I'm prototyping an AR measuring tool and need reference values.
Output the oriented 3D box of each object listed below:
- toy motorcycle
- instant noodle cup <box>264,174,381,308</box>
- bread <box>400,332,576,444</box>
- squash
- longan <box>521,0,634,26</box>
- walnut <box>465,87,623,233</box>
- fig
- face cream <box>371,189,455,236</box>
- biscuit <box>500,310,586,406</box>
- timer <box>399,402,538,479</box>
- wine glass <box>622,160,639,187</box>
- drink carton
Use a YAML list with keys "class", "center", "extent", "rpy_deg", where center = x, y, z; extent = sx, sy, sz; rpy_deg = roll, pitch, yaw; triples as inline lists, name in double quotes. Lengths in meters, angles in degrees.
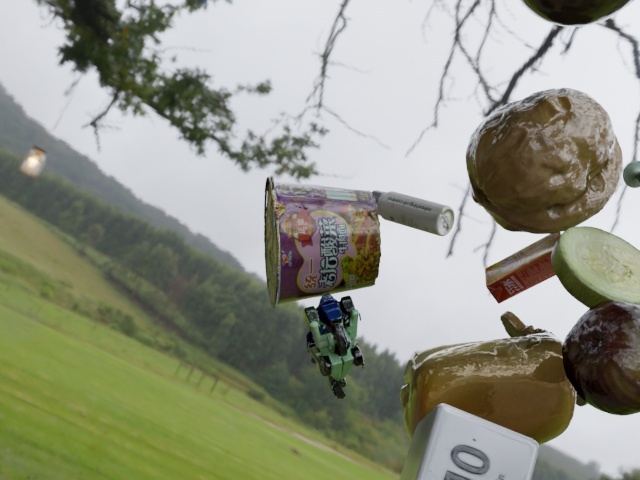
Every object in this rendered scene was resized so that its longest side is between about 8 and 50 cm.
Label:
- class: "toy motorcycle"
  center: [0.027, 0.264, 2.005]
  extent: [0.331, 0.125, 0.196]
  rpy_deg: [90, -20, -52]
- class: "instant noodle cup"
  center: [0.000, 0.000, 1.984]
  extent: [0.265, 0.340, 0.340]
  rpy_deg: [-2, -4, -8]
- class: "bread"
  center: [0.370, 0.351, 1.786]
  extent: [0.375, 0.253, 0.348]
  rpy_deg: [-6, -9, 0]
- class: "squash"
  center: [0.615, 0.064, 1.678]
  extent: [0.252, 0.252, 0.049]
  rpy_deg: [26, -50, 8]
- class: "longan"
  center: [0.550, -0.634, 1.663]
  extent: [0.360, 0.361, 0.361]
  rpy_deg: [26, -7, 4]
- class: "walnut"
  center: [0.542, -0.199, 1.931]
  extent: [0.383, 0.384, 0.383]
  rpy_deg: [26, -7, 4]
- class: "fig"
  center: [0.629, 0.247, 1.513]
  extent: [0.320, 0.217, 0.217]
  rpy_deg: [22, -5, -22]
- class: "face cream"
  center: [0.242, -0.090, 2.300]
  extent: [0.311, 0.092, 0.092]
  rpy_deg: [19, -11, 42]
- class: "biscuit"
  center: [0.583, 0.291, 2.037]
  extent: [0.320, 0.047, 0.183]
  rpy_deg: [42, -24, 48]
- class: "timer"
  center: [0.260, 0.436, 1.445]
  extent: [0.194, 0.193, 0.194]
  rpy_deg: [22, -25, 2]
- class: "wine glass"
  center: [0.729, -0.133, 1.728]
  extent: [0.073, 0.073, 0.155]
  rpy_deg: [28, 8, -9]
- class: "drink carton"
  center: [0.536, 0.069, 2.032]
  extent: [0.071, 0.222, 0.096]
  rpy_deg: [52, 25, -18]
